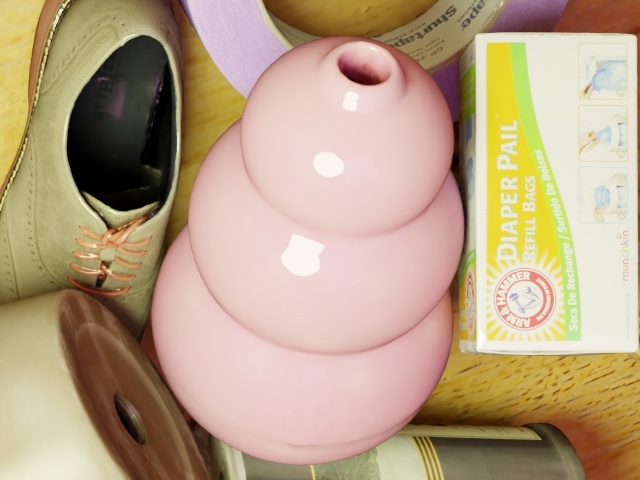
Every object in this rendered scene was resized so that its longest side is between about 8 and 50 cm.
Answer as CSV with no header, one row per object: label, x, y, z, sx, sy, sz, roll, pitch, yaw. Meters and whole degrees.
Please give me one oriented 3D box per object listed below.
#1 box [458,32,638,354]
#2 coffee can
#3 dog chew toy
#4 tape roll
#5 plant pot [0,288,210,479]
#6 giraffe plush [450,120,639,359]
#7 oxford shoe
box,0.145,-0.026,1.205,0.103,0.114,0.203,0,88,-2
coffee can,0.042,0.235,1.402,0.275,0.201,0.202,3,113,-16
dog chew toy,0.000,0.000,1.203,0.206,0.207,0.332,-4,142,-14
tape roll,0.034,-0.209,1.258,0.274,0.090,0.275,-6,116,-12
plant pot,-0.234,0.178,1.210,0.280,0.323,0.323,-31,119,9
giraffe plush,0.187,0.003,1.372,0.170,0.210,0.181,23,94,-58
oxford shoe,-0.161,-0.009,1.272,0.123,0.130,0.348,0,114,-16
